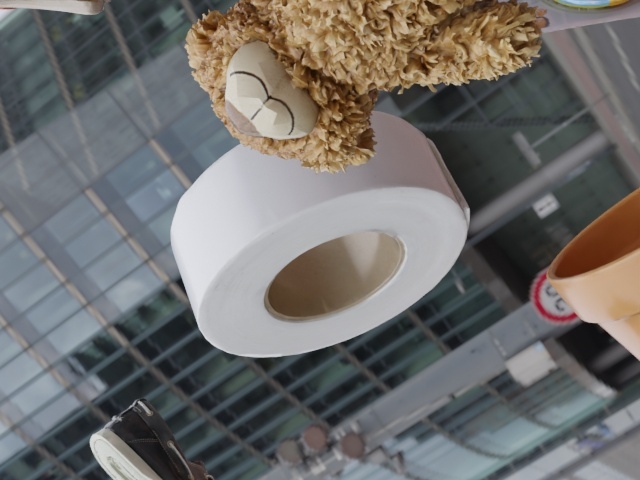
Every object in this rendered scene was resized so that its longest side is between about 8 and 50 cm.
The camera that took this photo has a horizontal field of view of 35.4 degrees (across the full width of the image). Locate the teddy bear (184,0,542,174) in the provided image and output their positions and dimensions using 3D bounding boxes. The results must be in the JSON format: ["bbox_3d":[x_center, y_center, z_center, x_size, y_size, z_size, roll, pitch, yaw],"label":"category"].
[{"bbox_3d":[0.027,-0.168,0.624,0.245,0.338,0.113,39,-144,-30],"label":"teddy bear"}]

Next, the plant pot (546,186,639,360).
[{"bbox_3d":[0.418,0.039,1.066,0.203,0.291,0.291,55,-166,-2],"label":"plant pot"}]

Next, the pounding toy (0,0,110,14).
[{"bbox_3d":[-0.347,-0.321,1.035,0.154,0.270,0.154,-51,-33,-62],"label":"pounding toy"}]

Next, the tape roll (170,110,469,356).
[{"bbox_3d":[0.000,0.000,0.998,0.286,0.286,0.100,34,-153,-55],"label":"tape roll"}]

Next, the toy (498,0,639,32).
[{"bbox_3d":[0.207,-0.243,0.838,0.056,0.237,0.136,59,-155,-57],"label":"toy"}]

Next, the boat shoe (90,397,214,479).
[{"bbox_3d":[-0.137,0.269,1.062,0.233,0.084,0.079,48,-133,1],"label":"boat shoe"}]
